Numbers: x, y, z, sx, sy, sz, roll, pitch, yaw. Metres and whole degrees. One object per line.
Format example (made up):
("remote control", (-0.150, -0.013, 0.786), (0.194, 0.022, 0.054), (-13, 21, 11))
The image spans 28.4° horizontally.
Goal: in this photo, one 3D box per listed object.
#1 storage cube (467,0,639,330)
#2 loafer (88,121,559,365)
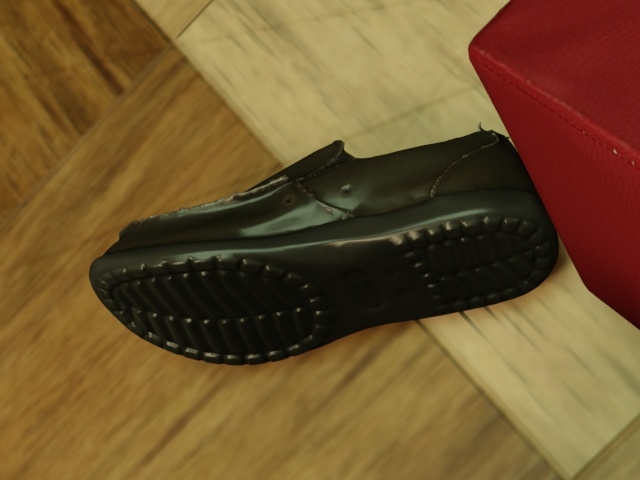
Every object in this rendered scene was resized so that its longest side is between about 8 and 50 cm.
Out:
("storage cube", (0.194, -0.029, 0.401), (0.184, 0.215, 0.193), (-46, 56, -3))
("loafer", (0.000, 0.000, 0.585), (0.220, 0.080, 0.078), (-8, 45, 16))
